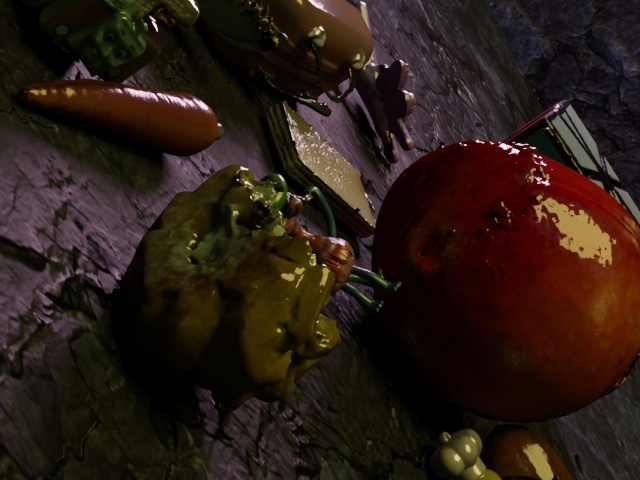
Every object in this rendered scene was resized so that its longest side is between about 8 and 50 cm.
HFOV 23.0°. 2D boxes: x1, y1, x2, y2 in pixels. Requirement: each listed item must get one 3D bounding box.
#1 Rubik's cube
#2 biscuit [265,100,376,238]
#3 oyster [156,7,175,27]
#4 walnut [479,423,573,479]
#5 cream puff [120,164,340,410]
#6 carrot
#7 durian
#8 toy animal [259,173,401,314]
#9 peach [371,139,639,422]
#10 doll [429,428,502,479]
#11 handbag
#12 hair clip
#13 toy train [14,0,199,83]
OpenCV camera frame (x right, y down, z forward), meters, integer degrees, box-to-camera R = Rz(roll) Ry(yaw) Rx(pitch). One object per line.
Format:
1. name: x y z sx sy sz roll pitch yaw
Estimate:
1. Rubik's cube: 0.316 -0.014 2.360 0.288 0.283 0.293 58 21 1
2. biscuit: 0.002 -0.089 2.055 0.199 0.040 0.121 41 21 -45
3. oyster: -0.211 -0.315 1.870 0.029 0.086 0.132 -153 -123 -62
4. walnut: 0.265 0.321 1.946 0.207 0.116 0.116 61 16 -10
5. cream puff: -0.077 0.061 1.397 0.195 0.194 0.221 43 10 -38
6. carrot: -0.195 -0.130 1.577 0.336 0.069 0.069 8 51 -60
7. durian: -0.171 -0.371 1.922 0.375 0.132 0.106 45 41 3
8. toy animal: 0.000 0.000 1.793 0.208 0.100 0.103 38 62 -18
9. peach: 0.236 0.043 1.954 0.370 0.370 0.370 49 19 -23
10. doll: 0.187 0.293 1.847 0.162 0.062 0.106 58 18 -2
11. handbag: -0.045 -0.290 2.108 0.302 0.149 0.283 22 40 -64
12. hair clip: 0.080 -0.261 2.449 0.090 0.137 0.278 -27 82 -37
13. toy train: -0.230 -0.311 1.628 0.129 0.159 0.326 43 21 -43
